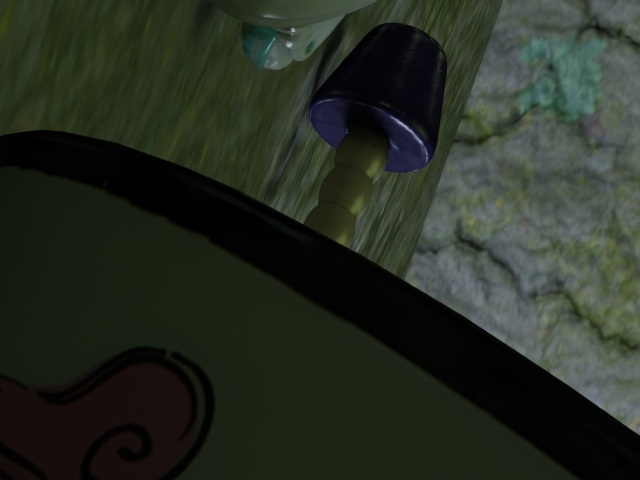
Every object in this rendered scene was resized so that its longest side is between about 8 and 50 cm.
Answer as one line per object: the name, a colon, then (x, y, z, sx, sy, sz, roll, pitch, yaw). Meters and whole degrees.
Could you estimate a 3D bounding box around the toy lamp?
toy lamp: (0.000, 0.000, 1.081, 0.080, 0.080, 0.274, 97, 16, -64)

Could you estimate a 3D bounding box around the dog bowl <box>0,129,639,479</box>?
dog bowl: (0.018, 0.169, 0.466, 0.150, 0.408, 0.408, -48, 167, -17)

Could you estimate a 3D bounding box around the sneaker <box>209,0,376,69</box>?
sneaker: (-0.009, -0.100, 0.730, 0.094, 0.080, 0.212, -60, 180, 25)
